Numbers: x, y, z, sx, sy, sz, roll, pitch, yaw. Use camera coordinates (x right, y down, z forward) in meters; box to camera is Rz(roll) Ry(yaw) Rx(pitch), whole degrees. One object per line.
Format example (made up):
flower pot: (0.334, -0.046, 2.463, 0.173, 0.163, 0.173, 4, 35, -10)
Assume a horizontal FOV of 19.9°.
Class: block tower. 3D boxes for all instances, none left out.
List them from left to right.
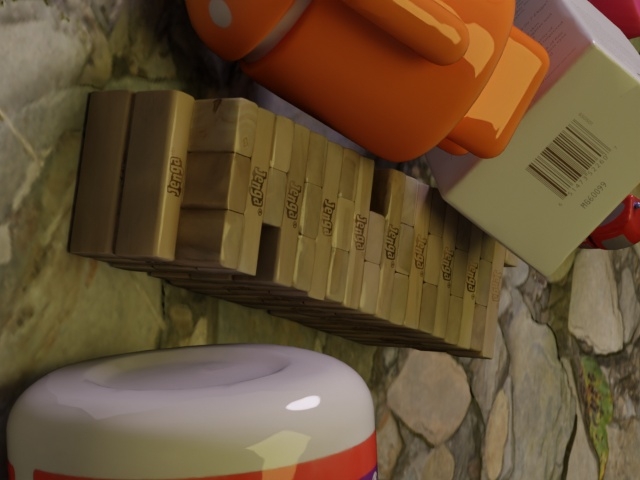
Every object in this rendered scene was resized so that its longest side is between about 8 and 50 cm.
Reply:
block tower: (0.000, 0.000, 1.066, 0.335, 0.091, 0.097, 18, 77, -55)

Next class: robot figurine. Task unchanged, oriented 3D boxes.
robot figurine: (0.017, -0.127, 1.006, 0.219, 0.128, 0.158, 31, 34, -19)

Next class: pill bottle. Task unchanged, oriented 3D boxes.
pill bottle: (-0.055, 0.221, 0.908, 0.181, 0.181, 0.323, -14, 103, -55)

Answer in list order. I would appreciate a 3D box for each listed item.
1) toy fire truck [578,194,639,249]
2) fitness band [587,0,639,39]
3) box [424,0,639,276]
toy fire truck: (0.262, -0.086, 1.413, 0.047, 0.135, 0.192, 23, 72, -54)
fitness band: (0.214, -0.267, 1.341, 0.291, 0.054, 0.209, -66, 146, -59)
box: (0.135, -0.082, 1.133, 0.091, 0.130, 0.170, 36, 18, -22)
